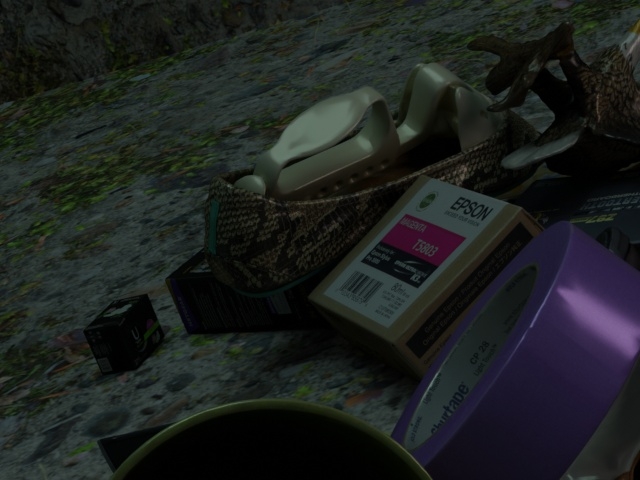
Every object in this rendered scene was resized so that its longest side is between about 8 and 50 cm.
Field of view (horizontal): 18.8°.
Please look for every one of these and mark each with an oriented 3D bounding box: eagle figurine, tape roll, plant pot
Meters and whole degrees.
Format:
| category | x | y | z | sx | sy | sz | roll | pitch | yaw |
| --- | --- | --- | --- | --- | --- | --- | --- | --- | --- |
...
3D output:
| category | x | y | z | sx | sy | sz | roll | pitch | yaw |
| --- | --- | --- | --- | --- | --- | --- | --- | --- | --- |
| eagle figurine | 0.339 | -0.148 | 2.151 | 0.225 | 0.298 | 0.226 | -48 | 28 | 24 |
| tape roll | 0.156 | 0.120 | 1.575 | 0.275 | 0.090 | 0.275 | -55 | 4 | 6 |
| plant pot | -0.048 | 0.245 | 1.431 | 0.274 | 0.275 | 0.293 | -22 | 1 | -6 |

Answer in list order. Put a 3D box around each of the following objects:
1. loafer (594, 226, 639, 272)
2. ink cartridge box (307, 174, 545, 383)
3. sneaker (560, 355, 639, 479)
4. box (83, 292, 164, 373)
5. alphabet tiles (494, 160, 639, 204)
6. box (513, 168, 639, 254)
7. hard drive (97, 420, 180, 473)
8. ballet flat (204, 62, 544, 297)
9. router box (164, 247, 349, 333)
| category | x | y | z | sx | sy | sz | roll | pitch | yaw |
| --- | --- | --- | --- | --- | --- | --- | --- | --- | --- |
| loafer | 0.273 | 0.085 | 1.792 | 0.109 | 0.095 | 0.302 | -49 | 6 | 29 |
| ink cartridge box | 0.116 | 0.040 | 1.995 | 0.193 | 0.088 | 0.234 | -47 | 23 | -9 |
| sneaker | 0.291 | 0.152 | 1.574 | 0.123 | 0.106 | 0.290 | -1 | 37 | 39 |
| box | -0.233 | 0.111 | 2.294 | 0.052 | 0.062 | 0.083 | -12 | 20 | 28 |
| alphabet tiles | 0.280 | -0.062 | 2.349 | 0.285 | 0.011 | 0.342 | -14 | 19 | 18 |
| box | 0.301 | -0.012 | 2.084 | 0.232 | 0.059 | 0.183 | -6 | 27 | 36 |
| hard drive | -0.070 | 0.195 | 1.701 | 0.172 | 0.054 | 0.254 | -14 | -16 | 17 |
| ballet flat | 0.076 | -0.096 | 2.157 | 0.482 | 0.182 | 0.164 | -24 | 37 | -30 |
| router box | 0.000 | 0.000 | 2.329 | 0.243 | 0.081 | 0.309 | -5 | 25 | 41 |
